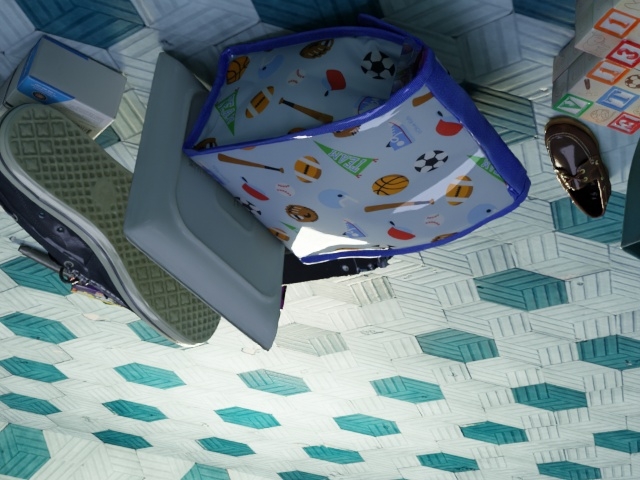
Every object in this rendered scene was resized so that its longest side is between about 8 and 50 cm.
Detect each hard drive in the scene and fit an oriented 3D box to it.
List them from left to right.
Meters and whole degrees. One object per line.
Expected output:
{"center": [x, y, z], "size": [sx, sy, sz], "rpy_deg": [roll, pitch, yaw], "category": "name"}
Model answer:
{"center": [0.000, 0.000, 1.845], "size": [0.339, 0.237, 0.064], "rpy_deg": [-9, 109, 32], "category": "hard drive"}

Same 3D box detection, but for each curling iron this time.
{"center": [-0.535, 0.079, 2.345], "size": [0.274, 0.035, 0.068], "rpy_deg": [30, 145, -36], "category": "curling iron"}

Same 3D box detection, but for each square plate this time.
{"center": [-0.143, -0.061, 1.612], "size": [0.049, 0.347, 0.344], "rpy_deg": [-18, 139, 27], "category": "square plate"}

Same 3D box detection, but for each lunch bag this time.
{"center": [0.067, -0.141, 1.539], "size": [0.385, 0.239, 0.328], "rpy_deg": [-4, 149, 37], "category": "lunch bag"}

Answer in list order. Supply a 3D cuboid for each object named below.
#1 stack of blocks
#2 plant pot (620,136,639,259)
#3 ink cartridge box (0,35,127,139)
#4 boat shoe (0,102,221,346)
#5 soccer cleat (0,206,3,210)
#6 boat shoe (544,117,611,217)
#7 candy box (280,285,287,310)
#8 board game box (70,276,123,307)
{"center": [0.405, -0.261, 1.362], "size": [0.171, 0.087, 0.297], "rpy_deg": [16, 152, -14], "category": "stack of blocks"}
{"center": [0.531, -0.087, 1.496], "size": [0.166, 0.234, 0.165], "rpy_deg": [24, 149, -28], "category": "plant pot"}
{"center": [-0.419, -0.213, 1.701], "size": [0.148, 0.086, 0.203], "rpy_deg": [25, 149, -27], "category": "ink cartridge box"}
{"center": [-0.343, -0.014, 1.725], "size": [0.156, 0.187, 0.500], "rpy_deg": [-12, 131, 45], "category": "boat shoe"}
{"center": [-0.517, -0.109, 1.927], "size": [0.318, 0.108, 0.116], "rpy_deg": [-7, 160, 32], "category": "soccer cleat"}
{"center": [0.401, -0.109, 1.671], "size": [0.073, 0.073, 0.207], "rpy_deg": [-9, 146, 33], "category": "boat shoe"}
{"center": [-0.172, 0.031, 2.013], "size": [0.233, 0.159, 0.071], "rpy_deg": [24, 148, -25], "category": "candy box"}
{"center": [-0.394, 0.056, 2.147], "size": [0.170, 0.141, 0.048], "rpy_deg": [19, 151, -19], "category": "board game box"}
